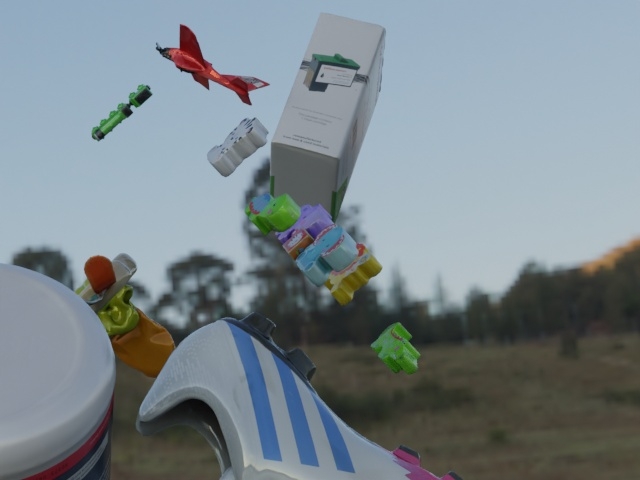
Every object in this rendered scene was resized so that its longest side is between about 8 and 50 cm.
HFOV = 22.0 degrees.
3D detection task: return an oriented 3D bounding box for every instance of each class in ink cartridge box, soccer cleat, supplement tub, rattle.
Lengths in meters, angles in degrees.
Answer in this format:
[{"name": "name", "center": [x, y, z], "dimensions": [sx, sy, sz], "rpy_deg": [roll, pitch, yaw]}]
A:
[{"name": "ink cartridge box", "center": [0.009, -0.156, 2.101], "dimensions": [0.092, 0.219, 0.160], "rpy_deg": [15, -32, 7]}, {"name": "soccer cleat", "center": [0.000, 0.201, 1.275], "dimensions": [0.143, 0.331, 0.116], "rpy_deg": [-44, -16, -28]}, {"name": "supplement tub", "center": [-0.238, 0.167, 1.123], "dimensions": [0.191, 0.191, 0.272], "rpy_deg": [-3, -49, -13]}, {"name": "rattle", "center": [-0.204, 0.088, 1.690], "dimensions": [0.130, 0.143, 0.199], "rpy_deg": [-30, 0, -24]}]

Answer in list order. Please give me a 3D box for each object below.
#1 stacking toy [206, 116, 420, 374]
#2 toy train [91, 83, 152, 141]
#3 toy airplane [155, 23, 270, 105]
[{"name": "stacking toy", "center": [0.000, 0.000, 1.259], "dimensions": [0.052, 0.167, 0.221], "rpy_deg": [-42, 22, 2]}, {"name": "toy train", "center": [-0.212, -0.136, 1.762], "dimensions": [0.083, 0.017, 0.024], "rpy_deg": [-43, 21, 0]}, {"name": "toy airplane", "center": [-0.134, -0.205, 2.000], "dimensions": [0.151, 0.028, 0.151], "rpy_deg": [24, -18, 8]}]
